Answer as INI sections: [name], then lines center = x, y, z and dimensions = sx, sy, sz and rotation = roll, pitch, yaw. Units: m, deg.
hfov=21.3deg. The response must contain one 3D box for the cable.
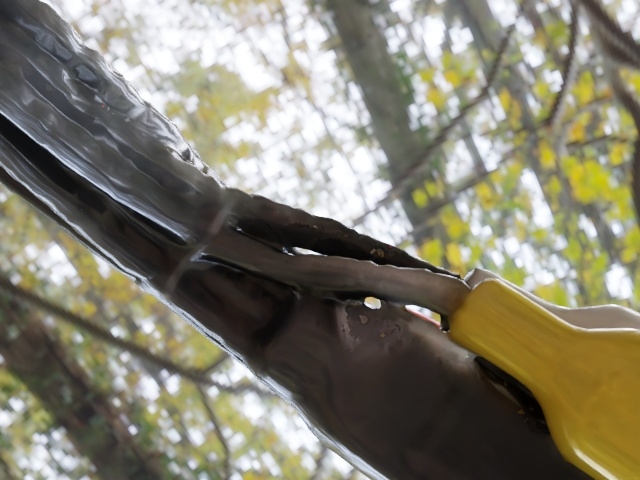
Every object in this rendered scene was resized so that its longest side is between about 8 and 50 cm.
[cable]
center = 0.000, 0.000, 0.383
dimensions = 0.072, 0.287, 0.139
rotation = -52, -173, -7
